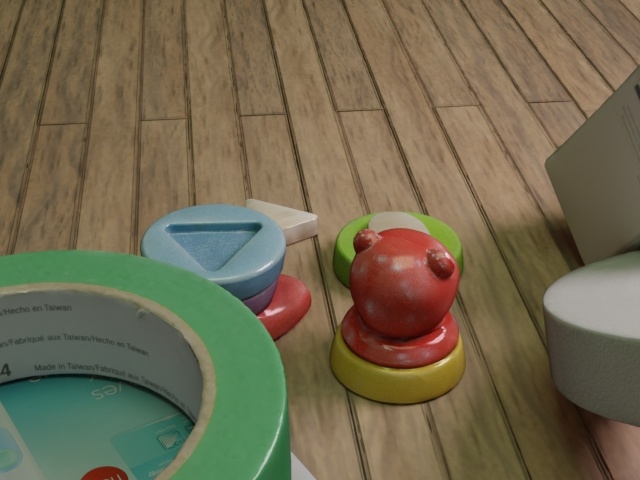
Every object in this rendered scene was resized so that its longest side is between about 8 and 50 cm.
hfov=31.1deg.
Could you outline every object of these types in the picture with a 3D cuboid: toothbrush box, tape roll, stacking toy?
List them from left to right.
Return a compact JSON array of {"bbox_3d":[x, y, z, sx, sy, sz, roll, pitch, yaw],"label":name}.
[{"bbox_3d":[-0.178,0.124,0.686,0.321,0.077,0.321,-1,33,1],"label":"tape roll"},{"bbox_3d":[-0.143,0.187,0.773,0.216,0.126,0.295,-18,37,-26],"label":"toothbrush box"},{"bbox_3d":[0.000,0.000,1.074,0.309,0.130,0.279,9,33,13],"label":"stacking toy"},{"bbox_3d":[0.372,0.059,0.899,0.392,0.072,0.392,-8,9,1],"label":"tape roll"}]

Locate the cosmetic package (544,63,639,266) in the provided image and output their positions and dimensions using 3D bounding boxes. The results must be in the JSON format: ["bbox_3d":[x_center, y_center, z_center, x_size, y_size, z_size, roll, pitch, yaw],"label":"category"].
[{"bbox_3d":[0.376,-0.083,1.100,0.224,0.224,0.138,-12,73,-19],"label":"cosmetic package"}]
